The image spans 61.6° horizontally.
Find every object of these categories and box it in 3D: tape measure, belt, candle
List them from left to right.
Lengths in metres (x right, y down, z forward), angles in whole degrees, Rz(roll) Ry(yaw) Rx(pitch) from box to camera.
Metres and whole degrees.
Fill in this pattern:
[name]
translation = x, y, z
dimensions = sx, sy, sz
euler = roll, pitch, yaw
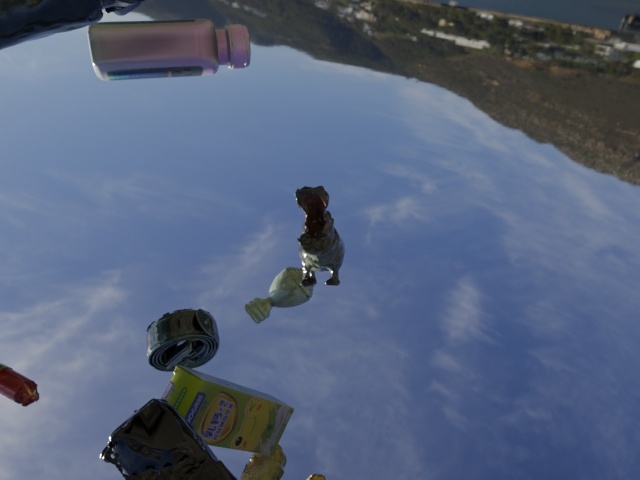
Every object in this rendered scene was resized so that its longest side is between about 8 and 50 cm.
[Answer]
[candle]
translation = -0.605, 0.287, 1.061
dimensions = 0.130, 0.052, 0.052
euler = 18, -154, 22
[tape measure]
translation = -0.193, 0.315, 0.712
dimensions = 0.112, 0.186, 0.199
euler = -36, -105, -25
[belt]
translation = -0.400, 0.296, 1.576
dimensions = 0.206, 0.267, 0.116
euler = 5, -129, -29

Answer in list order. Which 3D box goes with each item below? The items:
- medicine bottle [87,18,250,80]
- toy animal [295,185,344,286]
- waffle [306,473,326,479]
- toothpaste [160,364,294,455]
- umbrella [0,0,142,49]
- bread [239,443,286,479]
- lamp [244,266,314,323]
[medicine bottle]
translation = -0.213, -0.276, 0.773
dimensions = 0.219, 0.078, 0.115
euler = -8, -168, -15
[toy animal]
translation = 0.000, 0.014, 1.177
dimensions = 0.106, 0.169, 0.343
euler = -1, 161, 3
[waffle]
translation = -0.070, 0.732, 1.411
dimensions = 0.065, 0.309, 0.283
euler = 34, -124, 9
[toothpaste]
translation = -0.178, 0.340, 1.049
dimensions = 0.077, 0.110, 0.327
euler = 19, 167, 36
[umbrella]
translation = -0.254, -0.188, 0.407
dimensions = 0.348, 0.094, 0.143
euler = -22, -159, -1
[bread]
translation = -0.131, 0.569, 1.328
dimensions = 0.083, 0.094, 0.157
euler = 48, -142, -21
[lamp]
translation = -0.103, 0.144, 1.401
dimensions = 0.193, 0.106, 0.106
euler = -35, -150, 4
